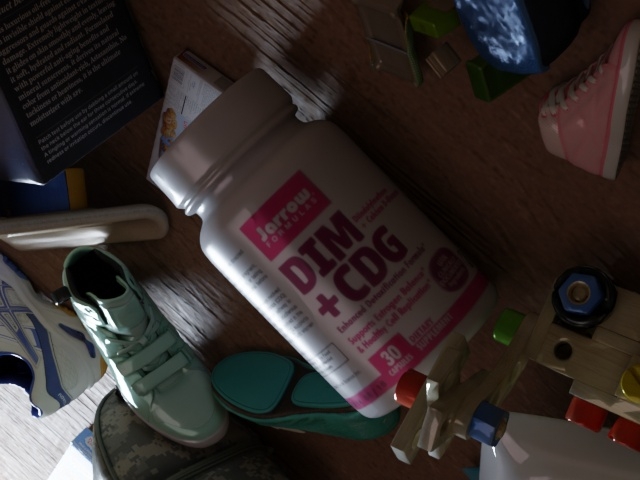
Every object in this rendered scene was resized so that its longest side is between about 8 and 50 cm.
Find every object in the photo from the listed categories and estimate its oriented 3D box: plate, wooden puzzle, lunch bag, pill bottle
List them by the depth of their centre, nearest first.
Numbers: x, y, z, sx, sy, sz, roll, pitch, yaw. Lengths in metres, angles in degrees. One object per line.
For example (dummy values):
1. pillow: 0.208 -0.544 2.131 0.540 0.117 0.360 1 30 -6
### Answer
1. pill bottle: 0.000 0.000 1.048 0.283 0.160 0.160 45 142 -1
2. plate: 0.267 0.269 1.070 0.278 0.045 0.277 9 134 8
3. wooden puzzle: -0.387 -0.028 1.292 0.322 0.348 0.080 -5 88 44
4. lunch bag: -0.169 0.333 1.472 0.256 0.212 0.305 42 143 32

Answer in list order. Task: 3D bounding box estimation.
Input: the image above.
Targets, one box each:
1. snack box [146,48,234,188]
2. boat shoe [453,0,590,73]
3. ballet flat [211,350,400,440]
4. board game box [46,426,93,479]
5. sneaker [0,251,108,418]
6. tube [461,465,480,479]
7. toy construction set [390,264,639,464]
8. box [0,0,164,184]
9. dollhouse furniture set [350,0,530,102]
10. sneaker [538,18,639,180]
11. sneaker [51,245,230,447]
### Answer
1. snack box: -0.126 -0.101 1.184 0.064 0.022 0.178 36 141 10
2. boat shoe: 0.109 -0.236 0.800 0.109 0.089 0.258 24 145 44
3. ballet flat: -0.015 0.172 1.291 0.247 0.083 0.087 0 138 45
4. board game box: -0.317 0.372 1.780 0.160 0.039 0.211 43 143 3
5. sneaker: -0.413 0.106 1.551 0.296 0.131 0.112 31 142 19
6. tube: 0.220 0.231 1.158 0.080 0.052 0.207 55 145 -4
7. toy construction set: 0.224 0.143 0.926 0.327 0.215 0.151 23 179 10
8. box: -0.350 -0.226 1.147 0.296 0.183 0.294 6 127 39
9. dollhouse furniture set: 0.094 -0.156 0.932 0.151 0.058 0.076 32 152 47
10. sneaker: 0.189 -0.104 0.869 0.070 0.051 0.134 22 141 19
11. sneaker: -0.198 0.117 1.336 0.256 0.094 0.151 48 168 12
